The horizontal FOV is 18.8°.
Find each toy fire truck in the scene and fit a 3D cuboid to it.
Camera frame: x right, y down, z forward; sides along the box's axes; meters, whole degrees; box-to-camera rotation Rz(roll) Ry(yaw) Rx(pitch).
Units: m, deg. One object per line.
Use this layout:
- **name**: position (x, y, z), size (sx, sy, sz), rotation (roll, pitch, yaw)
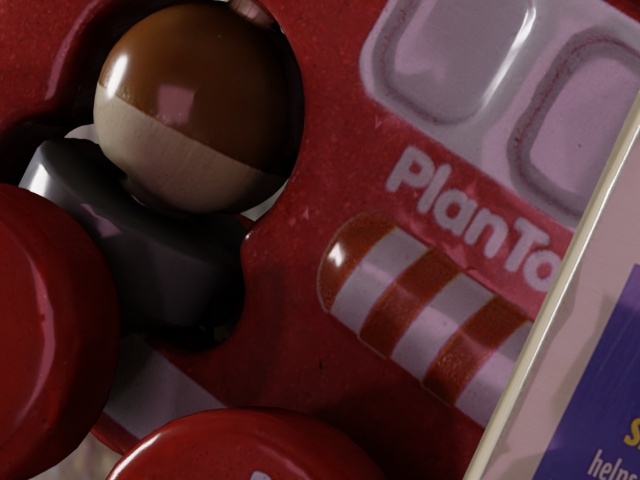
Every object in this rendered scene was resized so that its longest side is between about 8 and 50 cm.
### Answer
- **toy fire truck**: position (0.000, 0.000, 0.626), size (0.302, 0.169, 0.254), rotation (38, 103, 24)

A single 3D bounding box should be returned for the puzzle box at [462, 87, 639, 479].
- **puzzle box**: position (0.235, 0.103, 0.465), size (0.409, 0.052, 0.272), rotation (24, 103, 3)
